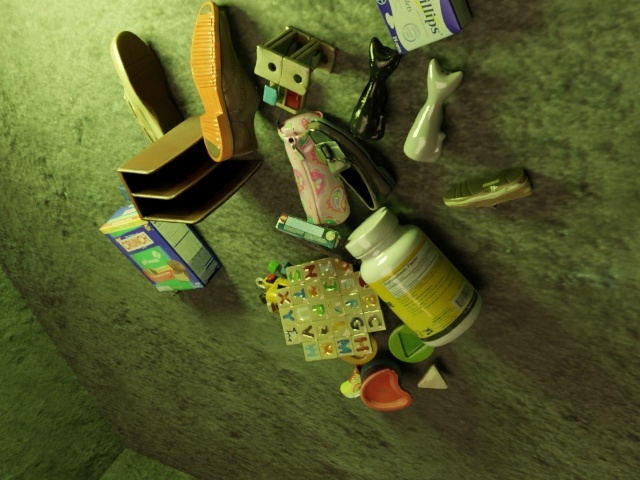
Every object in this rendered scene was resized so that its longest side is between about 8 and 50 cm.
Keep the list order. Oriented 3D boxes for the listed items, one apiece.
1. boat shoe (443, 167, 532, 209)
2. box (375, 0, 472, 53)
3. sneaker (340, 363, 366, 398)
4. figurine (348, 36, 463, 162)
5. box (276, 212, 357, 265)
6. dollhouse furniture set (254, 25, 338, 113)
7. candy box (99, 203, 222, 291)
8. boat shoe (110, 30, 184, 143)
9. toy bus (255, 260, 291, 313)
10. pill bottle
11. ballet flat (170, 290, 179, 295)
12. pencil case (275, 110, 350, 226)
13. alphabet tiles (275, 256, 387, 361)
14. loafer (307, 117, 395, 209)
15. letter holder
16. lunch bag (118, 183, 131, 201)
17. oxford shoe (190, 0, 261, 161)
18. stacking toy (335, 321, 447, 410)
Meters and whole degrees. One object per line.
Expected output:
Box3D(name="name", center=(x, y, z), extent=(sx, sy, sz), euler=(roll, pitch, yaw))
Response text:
Box3D(name="boat shoe", center=(0.361, -0.094, 1.259), extent=(0.190, 0.068, 0.072), euler=(-11, 131, 41))
Box3D(name="box", center=(0.188, -0.433, 1.072), extent=(0.137, 0.072, 0.126), euler=(-9, 121, 40))
Box3D(name="sneaker", center=(0.133, 0.444, 1.899), extent=(0.208, 0.081, 0.094), euler=(-33, 103, 36))
Box3D(name="figurine", center=(0.177, -0.291, 1.203), extent=(0.214, 0.092, 0.209), euler=(24, 133, 15))
Box3D(name="box", center=(0.000, 0.000, 1.518), extent=(0.159, 0.044, 0.233), euler=(19, 174, 21))
Box3D(name="dollhouse furniture set", center=(-0.060, -0.345, 1.287), extent=(0.129, 0.129, 0.184), euler=(28, 137, 12))
Box3D(name="candy box", center=(-0.530, 0.021, 1.943), extent=(0.268, 0.122, 0.317), euler=(-9, 127, 41))
Box3D(name="boat shoe", center=(-0.477, -0.386, 1.561), extent=(0.110, 0.122, 0.341), euler=(4, 129, 33))
Box3D(name="toy bus", center=(-0.126, 0.180, 1.825), extent=(0.191, 0.104, 0.202), euler=(41, 139, -2))
Box3D(name="pill bottle", center=(0.221, 0.085, 1.424), extent=(0.334, 0.188, 0.188), euler=(46, 139, -8))
Box3D(name="ballet flat", center=(-0.564, 0.157, 2.181), extent=(0.041, 0.041, 0.114), euler=(-6, 122, 39))
Box3D(name="pencil case", center=(-0.015, -0.170, 1.421), extent=(0.124, 0.124, 0.284), euler=(6, 130, 32))
Box3D(name="alphabet tiles", center=(0.021, 0.195, 1.666), extent=(0.342, 0.011, 0.285), euler=(-15, 85, 32))
Box3D(name="loafer", center=(0.067, -0.169, 1.322), extent=(0.267, 0.084, 0.096), euler=(37, 164, -30))
Box3D(name="letter holder", center=(-0.316, -0.187, 1.484), extent=(0.214, 0.302, 0.152), euler=(7, 130, 31))
Box3D(name="lunch bag", center=(-0.604, -0.160, 1.897), extent=(0.098, 0.067, 0.065), euler=(4, 128, 33))
Box3D(name="oxford shoe", center=(-0.222, -0.380, 1.399), extent=(0.130, 0.132, 0.364), euler=(27, 126, 49))
Box3D(name="stacking toy", center=(0.216, 0.338, 1.739), extent=(0.279, 0.130, 0.309), euler=(-17, 112, 13))
